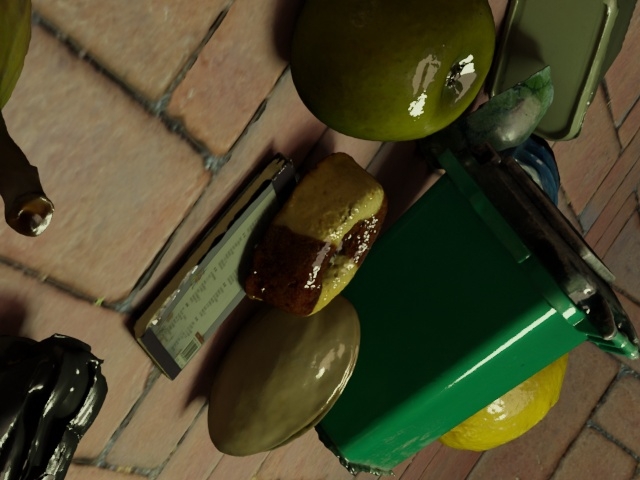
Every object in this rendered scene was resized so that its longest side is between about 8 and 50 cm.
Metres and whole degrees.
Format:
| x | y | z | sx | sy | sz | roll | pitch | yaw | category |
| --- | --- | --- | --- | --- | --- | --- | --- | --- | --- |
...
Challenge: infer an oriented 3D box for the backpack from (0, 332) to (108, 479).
| x | y | z | sx | sy | sz | roll | pitch | yaw | category |
| --- | --- | --- | --- | --- | --- | --- | --- | --- | --- |
| -0.270 | 0.186 | 1.119 | 0.258 | 0.133 | 0.206 | -59 | 165 | -10 | backpack |

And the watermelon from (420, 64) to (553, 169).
| x | y | z | sx | sy | sz | roll | pitch | yaw | category |
| --- | --- | --- | --- | --- | --- | --- | --- | --- | --- |
| 0.216 | -0.145 | 1.740 | 0.187 | 0.071 | 0.139 | -31 | -175 | 6 | watermelon |

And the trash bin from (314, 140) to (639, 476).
| x | y | z | sx | sy | sz | roll | pitch | yaw | category |
| --- | --- | --- | --- | --- | --- | --- | --- | --- | --- |
| 0.160 | 0.109 | 1.679 | 0.381 | 0.295 | 0.259 | -41 | 156 | 10 | trash bin |

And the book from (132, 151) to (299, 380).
| x | y | z | sx | sy | sz | roll | pitch | yaw | category |
| --- | --- | --- | --- | --- | --- | --- | --- | --- | --- |
| -0.099 | 0.028 | 1.404 | 0.231 | 0.026 | 0.157 | -51 | 163 | -12 | book |

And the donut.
| x | y | z | sx | sy | sz | roll | pitch | yaw | category |
| --- | --- | --- | --- | --- | --- | --- | --- | --- | --- |
| 0.000 | 0.000 | 1.448 | 0.184 | 0.073 | 0.166 | -55 | 160 | -3 | donut |

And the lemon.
| x | y | z | sx | sy | sz | roll | pitch | yaw | category |
| --- | --- | --- | --- | --- | --- | --- | --- | --- | --- |
| 0.243 | 0.187 | 2.121 | 0.284 | 0.260 | 0.260 | -60 | 164 | -24 | lemon |

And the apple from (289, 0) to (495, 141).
| x | y | z | sx | sy | sz | roll | pitch | yaw | category |
| --- | --- | --- | --- | --- | --- | --- | --- | --- | --- |
| 0.067 | -0.178 | 1.262 | 0.196 | 0.157 | 0.196 | -39 | 146 | -32 | apple |

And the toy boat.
| x | y | z | sx | sy | sz | roll | pitch | yaw | category |
| --- | --- | --- | --- | --- | --- | --- | --- | --- | --- |
| 0.269 | -0.052 | 1.966 | 0.309 | 0.129 | 0.142 | 72 | 41 | -64 | toy boat |

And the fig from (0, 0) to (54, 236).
| x | y | z | sx | sy | sz | roll | pitch | yaw | category |
| --- | --- | --- | --- | --- | --- | --- | --- | --- | --- |
| -0.214 | -0.086 | 0.693 | 0.143 | 0.231 | 0.160 | -3 | 146 | -14 | fig |

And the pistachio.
| x | y | z | sx | sy | sz | roll | pitch | yaw | category |
| --- | --- | --- | --- | --- | --- | --- | --- | --- | --- |
| -0.042 | 0.147 | 1.555 | 0.226 | 0.136 | 0.136 | -54 | 161 | 14 | pistachio |

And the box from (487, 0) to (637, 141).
| x | y | z | sx | sy | sz | roll | pitch | yaw | category |
| --- | --- | --- | --- | --- | --- | --- | --- | --- | --- |
| 0.325 | -0.274 | 1.750 | 0.178 | 0.138 | 0.274 | -47 | 160 | -35 | box |
